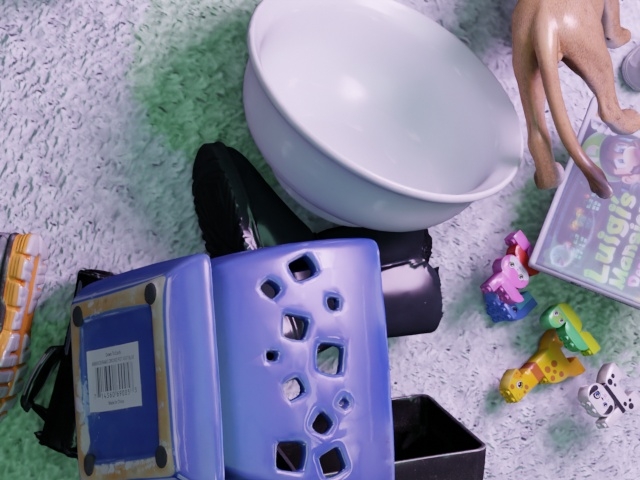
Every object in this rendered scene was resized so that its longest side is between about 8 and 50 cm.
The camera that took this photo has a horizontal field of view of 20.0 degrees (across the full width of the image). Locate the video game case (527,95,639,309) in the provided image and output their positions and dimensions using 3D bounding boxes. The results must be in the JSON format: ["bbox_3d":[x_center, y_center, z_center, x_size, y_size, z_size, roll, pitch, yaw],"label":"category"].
[{"bbox_3d":[0.323,-0.030,1.841,0.173,0.022,0.190,21,82,5],"label":"video game case"}]

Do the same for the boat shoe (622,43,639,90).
[{"bbox_3d":[0.403,-0.226,1.942,0.184,0.063,0.066,-32,97,-12],"label":"boat shoe"}]

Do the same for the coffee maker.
[{"bbox_3d":[-0.189,0.124,1.743,0.120,0.171,0.178,14,89,-46],"label":"coffee maker"}]

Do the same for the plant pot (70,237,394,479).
[{"bbox_3d":[-0.089,0.123,1.599,0.212,0.236,0.236,1,81,-36],"label":"plant pot"}]

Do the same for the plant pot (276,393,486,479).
[{"bbox_3d":[0.050,0.268,1.805,0.187,0.188,0.167,-7,104,-14],"label":"plant pot"}]

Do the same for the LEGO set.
[{"bbox_3d":[0.221,0.113,1.883,0.093,0.087,0.227,-41,99,-26],"label":"LEGO set"}]

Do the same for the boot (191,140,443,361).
[{"bbox_3d":[0.000,0.000,1.832,0.207,0.094,0.246,-14,73,-30],"label":"boot"}]

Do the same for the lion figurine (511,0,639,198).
[{"bbox_3d":[0.235,-0.236,1.785,0.142,0.392,0.240,-15,126,8],"label":"lion figurine"}]

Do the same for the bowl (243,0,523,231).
[{"bbox_3d":[0.039,-0.107,1.785,0.298,0.298,0.134,23,128,-13],"label":"bowl"}]

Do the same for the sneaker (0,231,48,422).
[{"bbox_3d":[-0.327,0.091,1.762,0.083,0.084,0.215,14,89,10],"label":"sneaker"}]
